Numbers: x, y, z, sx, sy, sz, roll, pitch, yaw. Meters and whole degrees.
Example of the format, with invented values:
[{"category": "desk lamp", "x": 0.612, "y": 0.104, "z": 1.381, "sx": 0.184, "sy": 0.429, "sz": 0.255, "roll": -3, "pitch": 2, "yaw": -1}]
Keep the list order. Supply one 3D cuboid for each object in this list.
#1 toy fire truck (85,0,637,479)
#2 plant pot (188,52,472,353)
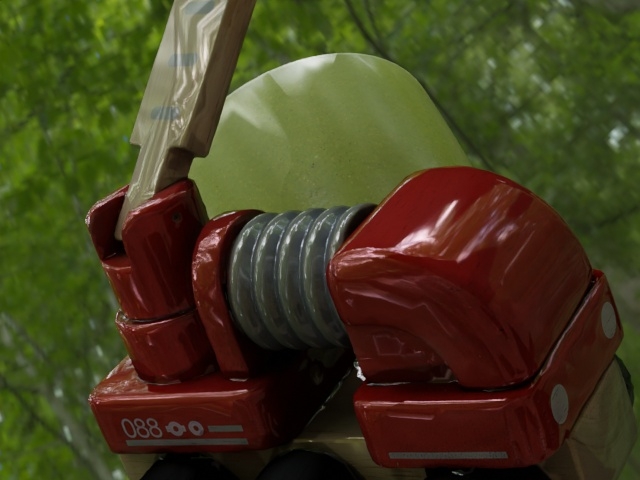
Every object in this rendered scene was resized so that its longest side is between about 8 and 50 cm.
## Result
[{"category": "toy fire truck", "x": 0.000, "y": 0.000, "z": 0.591, "sx": 0.158, "sy": 0.217, "sz": 0.246, "roll": -46, "pitch": -58, "yaw": -49}, {"category": "plant pot", "x": 0.048, "y": 0.049, "z": 1.133, "sx": 0.275, "sy": 0.293, "sz": 0.274, "roll": -21, "pitch": -41, "yaw": -20}]
